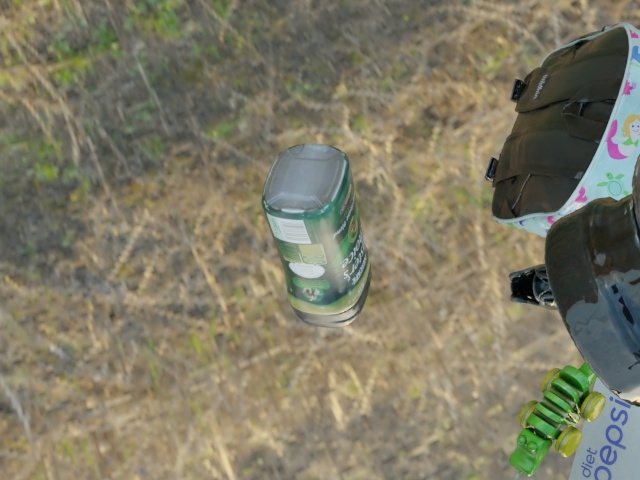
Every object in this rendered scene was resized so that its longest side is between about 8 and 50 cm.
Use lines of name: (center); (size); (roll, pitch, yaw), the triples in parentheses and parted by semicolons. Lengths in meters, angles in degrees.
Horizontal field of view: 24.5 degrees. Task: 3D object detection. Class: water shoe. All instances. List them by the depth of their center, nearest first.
water shoe: (0.292, 0.060, 1.737); (0.080, 0.203, 0.073); (-5, 88, -21)

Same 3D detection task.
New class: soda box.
soda box: (0.360, 0.149, 1.586); (0.091, 0.098, 0.286); (-1, 108, -50)

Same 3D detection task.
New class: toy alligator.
toy alligator: (0.204, 0.176, 1.358); (0.190, 0.056, 0.051); (-54, 147, -4)

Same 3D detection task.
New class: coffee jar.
coffee jar: (0.000, 0.000, 1.433); (0.079, 0.096, 0.184); (6, 141, 16)

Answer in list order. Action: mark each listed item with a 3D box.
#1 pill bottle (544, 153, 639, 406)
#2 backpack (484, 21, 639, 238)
pill bottle: (0.209, -0.014, 0.612); (0.219, 0.123, 0.123); (-30, 138, 29)
backpack: (0.292, -0.095, 1.465); (0.191, 0.253, 0.225); (21, 83, -6)
